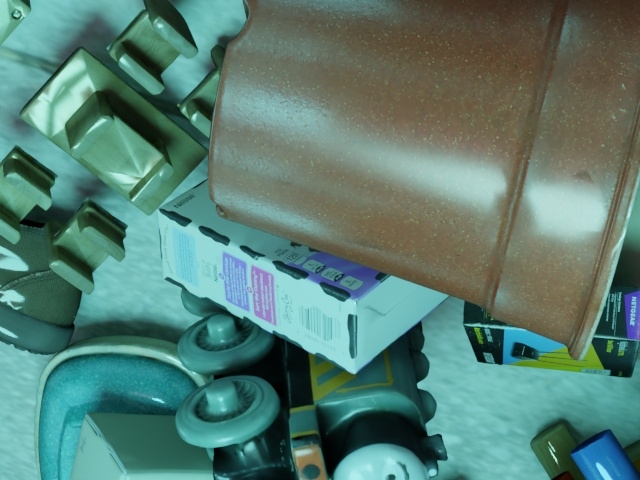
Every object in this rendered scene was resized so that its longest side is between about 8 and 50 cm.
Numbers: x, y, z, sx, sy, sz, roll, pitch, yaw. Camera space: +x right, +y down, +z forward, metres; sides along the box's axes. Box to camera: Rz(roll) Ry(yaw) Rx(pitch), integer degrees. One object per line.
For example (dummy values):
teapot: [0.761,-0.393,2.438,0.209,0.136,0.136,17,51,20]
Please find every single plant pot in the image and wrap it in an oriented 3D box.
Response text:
plant pot: [0.078,-0.084,1.000,0.265,0.272,0.272,14,118,7]

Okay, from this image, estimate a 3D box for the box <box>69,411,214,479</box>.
box: [-0.067,0.213,1.265,0.275,0.113,0.094,6,108,-29]

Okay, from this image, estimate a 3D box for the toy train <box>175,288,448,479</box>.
toy train: [-0.008,0.107,1.169,0.190,0.334,0.142,-12,119,3]

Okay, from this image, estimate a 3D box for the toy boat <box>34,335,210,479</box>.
toy boat: [-0.234,0.219,1.362,0.318,0.148,0.268,-2,116,12]

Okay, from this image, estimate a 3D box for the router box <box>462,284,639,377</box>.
router box: [0.186,0.070,1.191,0.133,0.179,0.046,5,77,11]

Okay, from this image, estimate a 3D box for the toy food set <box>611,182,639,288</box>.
toy food set: [0.306,-0.086,1.144,0.219,0.092,0.306,-6,114,27]

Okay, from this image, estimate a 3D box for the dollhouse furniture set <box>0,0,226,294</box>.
dollhouse furniture set: [-0.205,-0.124,1.194,0.212,0.161,0.242,-46,118,10]

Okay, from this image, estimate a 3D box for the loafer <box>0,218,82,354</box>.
loafer: [-0.357,-0.039,1.289,0.365,0.134,0.130,30,91,-13]

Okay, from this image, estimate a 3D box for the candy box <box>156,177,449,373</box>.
candy box: [0.000,0.000,1.152,0.196,0.165,0.070,23,132,32]

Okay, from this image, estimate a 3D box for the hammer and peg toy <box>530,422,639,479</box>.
hammer and peg toy: [0.221,0.221,1.205,0.361,0.266,0.127,-34,86,23]
